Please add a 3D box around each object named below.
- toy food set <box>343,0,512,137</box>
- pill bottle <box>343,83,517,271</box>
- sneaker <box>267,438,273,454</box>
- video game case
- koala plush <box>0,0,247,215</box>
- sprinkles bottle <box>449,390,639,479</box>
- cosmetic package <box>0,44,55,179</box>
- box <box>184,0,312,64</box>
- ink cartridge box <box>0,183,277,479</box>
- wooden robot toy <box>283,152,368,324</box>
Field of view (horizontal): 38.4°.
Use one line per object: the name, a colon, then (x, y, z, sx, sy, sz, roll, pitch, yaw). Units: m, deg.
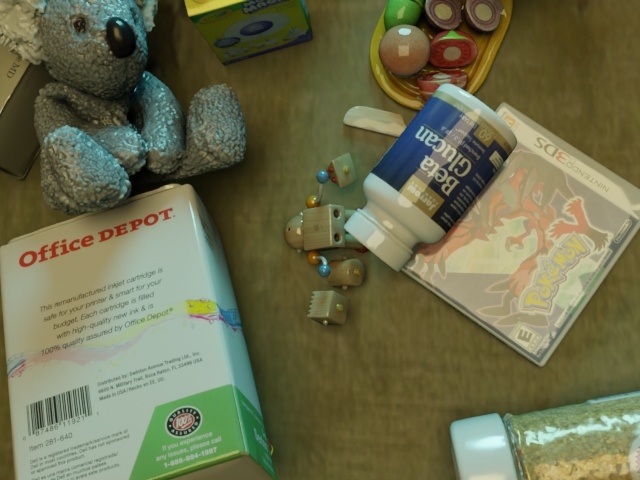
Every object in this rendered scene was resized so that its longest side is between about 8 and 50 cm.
toy food set: (0.114, -0.205, 0.928, 0.128, 0.071, 0.218, 22, 86, 9)
pill bottle: (0.100, -0.056, 0.877, 0.094, 0.094, 0.169, 39, 92, 10)
sneaker: (-0.128, 0.185, 0.912, 0.175, 0.067, 0.064, 23, 67, 25)
video game case: (0.200, -0.008, 0.916, 0.183, 0.023, 0.201, 35, 88, 10)
koala plush: (-0.210, -0.154, 0.874, 0.196, 0.203, 0.221, -23, 103, -29)
sprinkles bottle: (0.300, 0.192, 0.829, 0.355, 0.121, 0.121, -11, 81, 5)
cosmetic package: (-0.422, -0.211, 0.972, 0.309, 0.113, 0.160, 28, 86, 10)
box: (-0.069, -0.228, 0.898, 0.105, 0.179, 0.043, -15, 81, 5)
ink cartridge box: (-0.174, 0.112, 0.854, 0.201, 0.117, 0.278, -18, 59, 4)
wooden robot toy: (0.000, 0.000, 0.930, 0.079, 0.076, 0.173, -7, 80, 41)
